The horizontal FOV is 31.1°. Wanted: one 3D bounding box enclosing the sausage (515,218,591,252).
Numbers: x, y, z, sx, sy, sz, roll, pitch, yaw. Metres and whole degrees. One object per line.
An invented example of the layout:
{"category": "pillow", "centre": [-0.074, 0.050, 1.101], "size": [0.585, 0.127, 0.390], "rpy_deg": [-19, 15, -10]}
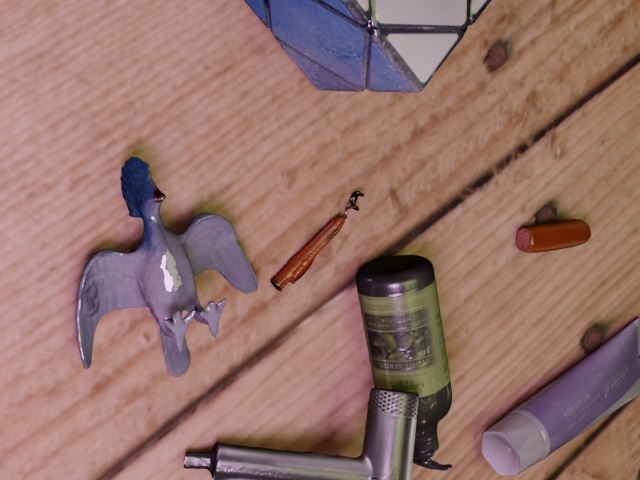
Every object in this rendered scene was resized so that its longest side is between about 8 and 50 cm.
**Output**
{"category": "sausage", "centre": [0.339, -0.007, 1.664], "size": [0.131, 0.039, 0.041], "rpy_deg": [-7, 94, -35]}

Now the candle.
{"category": "candle", "centre": [0.000, 0.001, 1.439], "size": [0.026, 0.021, 0.167], "rpy_deg": [47, 70, -9]}

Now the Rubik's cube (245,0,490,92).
{"category": "Rubik's cube", "centre": [0.052, -0.309, 1.315], "size": [0.205, 0.205, 0.207], "rpy_deg": [46, 72, -31]}

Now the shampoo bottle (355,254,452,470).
{"category": "shampoo bottle", "centre": [0.116, 0.165, 1.496], "size": [0.101, 0.101, 0.284], "rpy_deg": [-20, 108, -31]}

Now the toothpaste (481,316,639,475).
{"category": "toothpaste", "centre": [0.388, 0.239, 1.719], "size": [0.371, 0.080, 0.125], "rpy_deg": [-25, 110, -35]}

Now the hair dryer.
{"category": "hair dryer", "centre": [-0.014, 0.346, 1.415], "size": [0.284, 0.156, 0.320], "rpy_deg": [-2, 84, 4]}

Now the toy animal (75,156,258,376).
{"category": "toy animal", "centre": [-0.171, 0.039, 1.295], "size": [0.239, 0.176, 0.255], "rpy_deg": [-18, 141, -29]}
